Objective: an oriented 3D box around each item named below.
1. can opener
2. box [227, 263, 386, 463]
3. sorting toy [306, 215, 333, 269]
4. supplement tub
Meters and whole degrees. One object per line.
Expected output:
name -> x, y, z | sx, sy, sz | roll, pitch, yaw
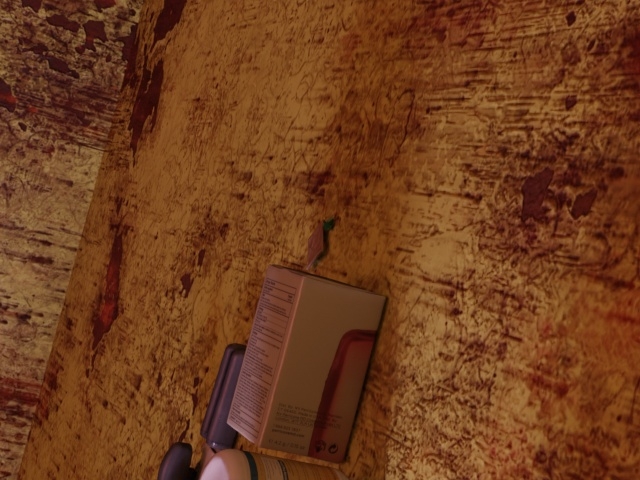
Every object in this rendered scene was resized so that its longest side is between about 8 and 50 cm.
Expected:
can opener -> -0.185, 0.300, 2.068 | 0.076, 0.095, 0.283 | 31, 105, 66
box -> -0.021, 0.162, 1.725 | 0.148, 0.127, 0.232 | 15, 90, 68
sorting toy -> 0.000, 0.000, 1.929 | 0.083, 0.012, 0.062 | 127, 154, -50
supplement tub -> -0.043, 0.339, 1.568 | 0.144, 0.200, 0.144 | -48, 35, 50
